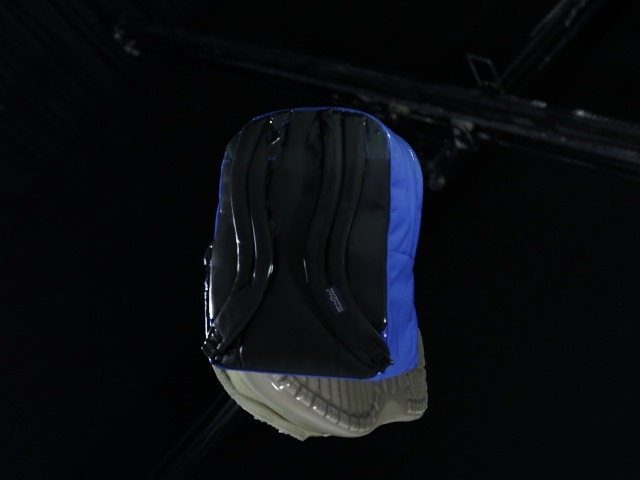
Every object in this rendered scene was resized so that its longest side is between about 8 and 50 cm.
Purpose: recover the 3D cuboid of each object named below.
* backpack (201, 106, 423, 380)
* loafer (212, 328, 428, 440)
[{"bbox_3d":[0.000,0.000,0.414,0.098,0.101,0.120,0,-92,18],"label":"backpack"},{"bbox_3d":[-0.005,0.085,0.567,0.092,0.268,0.102,-13,-110,21],"label":"loafer"}]
